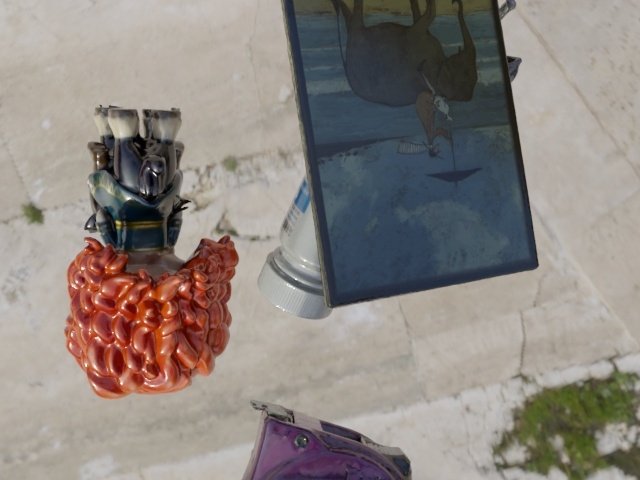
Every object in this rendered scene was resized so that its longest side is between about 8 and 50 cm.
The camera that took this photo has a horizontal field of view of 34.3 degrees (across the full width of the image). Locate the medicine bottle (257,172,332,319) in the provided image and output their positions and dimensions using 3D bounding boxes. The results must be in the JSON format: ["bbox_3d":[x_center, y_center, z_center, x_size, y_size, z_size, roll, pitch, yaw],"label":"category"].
[{"bbox_3d":[0.000,0.000,1.248,0.105,0.105,0.168,21,111,-11],"label":"medicine bottle"}]

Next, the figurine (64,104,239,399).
[{"bbox_3d":[-0.251,0.007,1.447,0.241,0.411,0.306,-1,159,-38],"label":"figurine"}]

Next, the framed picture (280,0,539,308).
[{"bbox_3d":[0.095,-0.120,1.054,0.265,0.016,0.347,-8,90,-29],"label":"framed picture"}]

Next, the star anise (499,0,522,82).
[{"bbox_3d":[0.158,-0.197,1.301,0.262,0.230,0.081,-45,125,-10],"label":"star anise"}]

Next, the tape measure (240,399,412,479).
[{"bbox_3d":[-0.008,0.336,1.263,0.245,0.149,0.231,16,89,-5],"label":"tape measure"}]
